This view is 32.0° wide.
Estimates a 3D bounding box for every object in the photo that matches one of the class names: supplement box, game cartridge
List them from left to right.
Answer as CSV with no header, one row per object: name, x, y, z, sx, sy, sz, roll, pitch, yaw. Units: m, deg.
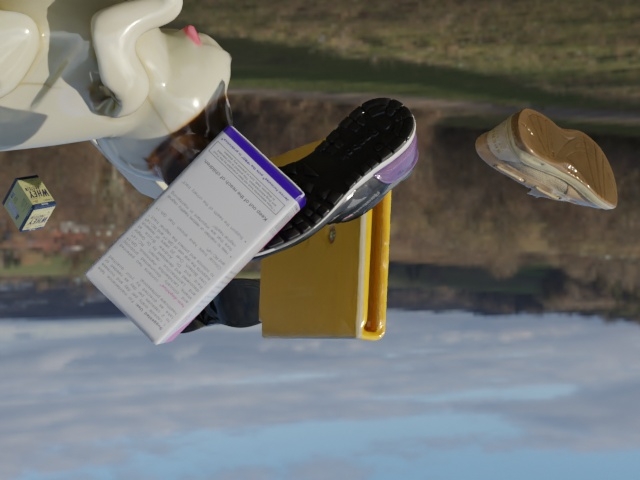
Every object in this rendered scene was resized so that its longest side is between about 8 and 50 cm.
supplement box,-0.606,-0.077,2.322,0.056,0.083,0.083,-15,152,-48
supplement box,-0.130,-0.003,1.200,0.114,0.220,0.111,43,177,2
game cartridge,0.000,0.000,1.588,0.053,0.285,0.324,6,174,-25

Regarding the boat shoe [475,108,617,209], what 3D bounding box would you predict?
boat shoe,0.408,-0.134,1.978,0.110,0.121,0.341,-22,146,39

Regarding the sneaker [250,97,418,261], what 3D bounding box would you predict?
sneaker,0.007,-0.045,1.365,0.283,0.107,0.124,-34,149,-7

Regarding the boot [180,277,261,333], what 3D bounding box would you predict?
boot,-0.145,0.104,2.111,0.263,0.091,0.229,-10,-176,29

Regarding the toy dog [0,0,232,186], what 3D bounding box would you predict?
toy dog,-0.296,-0.200,1.404,0.408,0.395,0.284,16,-164,-30

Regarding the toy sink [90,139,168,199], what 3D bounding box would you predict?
toy sink,-0.320,-0.192,2.164,0.131,0.153,0.234,22,162,32
